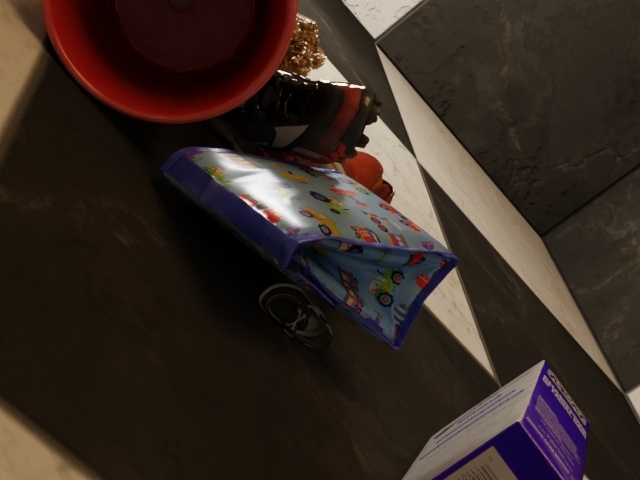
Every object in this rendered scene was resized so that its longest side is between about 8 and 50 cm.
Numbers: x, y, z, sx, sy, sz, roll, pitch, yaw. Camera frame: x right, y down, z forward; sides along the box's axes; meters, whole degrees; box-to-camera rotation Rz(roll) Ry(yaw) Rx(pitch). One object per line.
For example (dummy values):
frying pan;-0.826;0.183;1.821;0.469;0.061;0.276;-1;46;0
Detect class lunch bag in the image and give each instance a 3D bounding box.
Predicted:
lunch bag;-0.025;-0.016;1.227;0.221;0.138;0.293;38;9;38

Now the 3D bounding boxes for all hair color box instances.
hair color box;0.195;0.252;1.241;0.110;0.185;0.339;54;15;4

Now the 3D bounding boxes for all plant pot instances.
plant pot;-0.167;-0.282;1.301;0.275;0.275;0.243;49;6;-11

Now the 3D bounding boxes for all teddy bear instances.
teddy bear;-0.109;-0.342;1.853;0.245;0.113;0.338;26;14;-2

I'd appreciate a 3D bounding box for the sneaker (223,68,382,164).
sneaker;-0.034;-0.156;1.350;0.135;0.097;0.276;27;-10;-27

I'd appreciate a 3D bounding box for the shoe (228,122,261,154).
shoe;-0.091;-0.173;1.522;0.076;0.058;0.219;-57;147;-36

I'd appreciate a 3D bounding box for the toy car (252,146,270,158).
toy car;0.000;0.000;1.476;0.239;0.053;0.225;39;13;-39

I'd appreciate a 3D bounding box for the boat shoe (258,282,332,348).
boat shoe;-0.025;0.087;1.243;0.038;0.046;0.125;57;6;36

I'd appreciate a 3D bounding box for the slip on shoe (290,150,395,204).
slip on shoe;0.037;-0.093;1.636;0.123;0.101;0.331;36;-1;21
